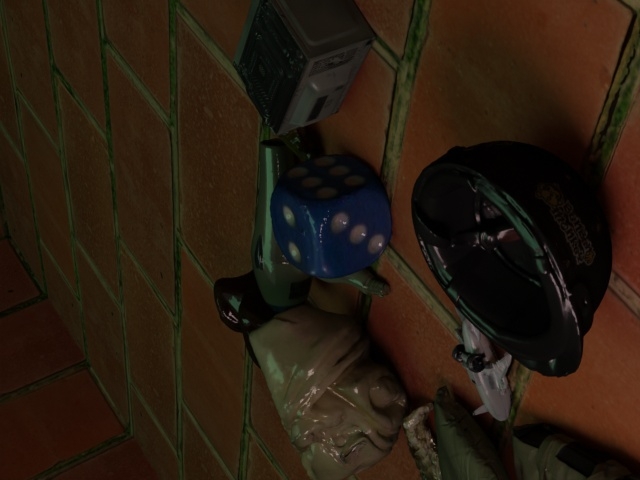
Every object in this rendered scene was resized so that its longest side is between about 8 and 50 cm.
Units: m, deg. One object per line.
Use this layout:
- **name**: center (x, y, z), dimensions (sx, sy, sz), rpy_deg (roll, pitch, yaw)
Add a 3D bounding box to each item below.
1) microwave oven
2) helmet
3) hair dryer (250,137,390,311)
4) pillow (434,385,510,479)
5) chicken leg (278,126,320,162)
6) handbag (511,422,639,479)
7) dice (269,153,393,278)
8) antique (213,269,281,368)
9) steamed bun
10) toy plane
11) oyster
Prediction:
- **microwave oven**: center (-0.031, -0.269, 1.659), dimensions (0.162, 0.122, 0.208), rpy_deg (60, 155, 16)
- **helmet**: center (0.238, 0.002, 1.311), dimensions (0.279, 0.160, 0.230), rpy_deg (54, 154, -2)
- **hair dryer**: center (-0.023, -0.033, 1.923), dimensions (0.298, 0.119, 0.296), rpy_deg (-11, 98, 49)
- **pillow**: center (0.238, 0.391, 1.703), dimensions (0.281, 0.076, 0.274), rpy_deg (-118, 16, -65)
- **chicken leg**: center (-0.033, -0.166, 1.835), dimensions (0.093, 0.070, 0.178), rpy_deg (-2, 117, 58)
- **handbag**: center (0.351, 0.387, 1.488), dimensions (0.316, 0.109, 0.253), rpy_deg (23, 128, 65)
- **dice**: center (0.014, -0.035, 1.749), dimensions (0.143, 0.146, 0.146), rpy_deg (34, 140, 47)
- **antique**: center (-0.111, 0.151, 2.193), dimensions (0.257, 0.121, 0.143), rpy_deg (39, 139, 49)
- **steamed bun**: center (0.027, 0.244, 1.910), dimensions (0.320, 0.206, 0.275), rpy_deg (62, -174, -55)
- **toy plane**: center (0.227, 0.175, 1.610), dimensions (0.162, 0.066, 0.171), rpy_deg (-153, 49, -71)
- **oyster**: center (0.168, 0.356, 1.891), dimensions (0.106, 0.061, 0.199), rpy_deg (2, 113, 65)
